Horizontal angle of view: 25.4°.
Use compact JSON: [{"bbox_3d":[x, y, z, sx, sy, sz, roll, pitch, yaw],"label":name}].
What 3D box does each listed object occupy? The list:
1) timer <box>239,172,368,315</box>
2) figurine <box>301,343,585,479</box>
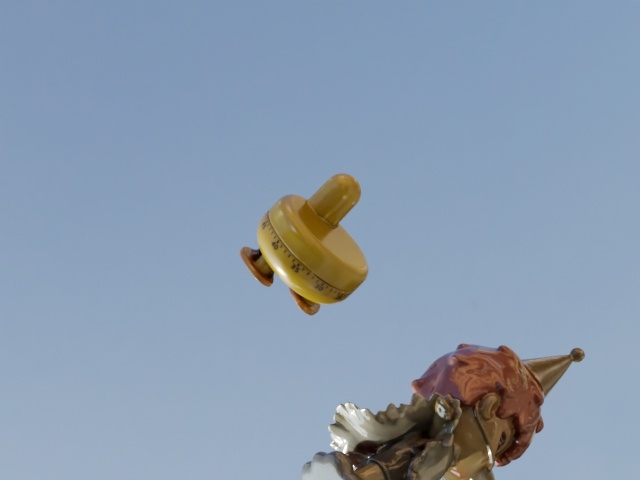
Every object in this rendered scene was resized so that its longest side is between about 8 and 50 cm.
[{"bbox_3d":[0.000,0.000,1.240,0.109,0.107,0.107,-46,-33,16],"label":"timer"},{"bbox_3d":[0.148,0.211,1.563,0.387,0.166,0.207,-19,-21,-37],"label":"figurine"}]
